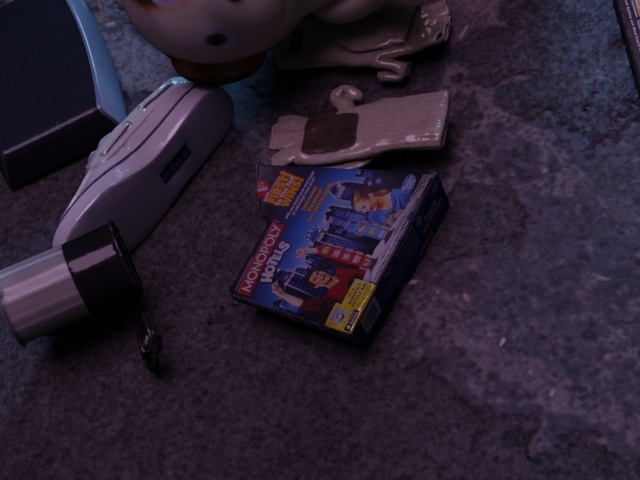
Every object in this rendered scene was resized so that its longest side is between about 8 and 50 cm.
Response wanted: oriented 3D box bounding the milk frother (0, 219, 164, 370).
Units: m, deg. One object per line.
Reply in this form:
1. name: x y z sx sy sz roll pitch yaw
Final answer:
1. milk frother: -0.240 0.077 1.499 0.134 0.129 0.143 -24 47 -2

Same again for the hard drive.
1. hard drive: -0.332 -0.194 1.755 0.172 0.054 0.255 -25 53 2

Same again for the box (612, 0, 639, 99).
1. box: 0.417 -0.174 1.456 0.216 0.060 0.270 -14 62 11

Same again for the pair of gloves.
1. pair of gloves: 0.046 -0.166 1.614 0.204 0.042 0.240 -11 50 18

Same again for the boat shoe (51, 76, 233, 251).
1. boat shoe: -0.207 -0.080 1.614 0.088 0.096 0.267 24 67 35

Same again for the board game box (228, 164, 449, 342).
1. board game box: 0.000 0.000 1.509 0.194 0.060 0.194 17 65 29

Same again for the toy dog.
1. toy dog: -0.049 -0.362 1.607 0.395 0.285 0.408 15 52 43
